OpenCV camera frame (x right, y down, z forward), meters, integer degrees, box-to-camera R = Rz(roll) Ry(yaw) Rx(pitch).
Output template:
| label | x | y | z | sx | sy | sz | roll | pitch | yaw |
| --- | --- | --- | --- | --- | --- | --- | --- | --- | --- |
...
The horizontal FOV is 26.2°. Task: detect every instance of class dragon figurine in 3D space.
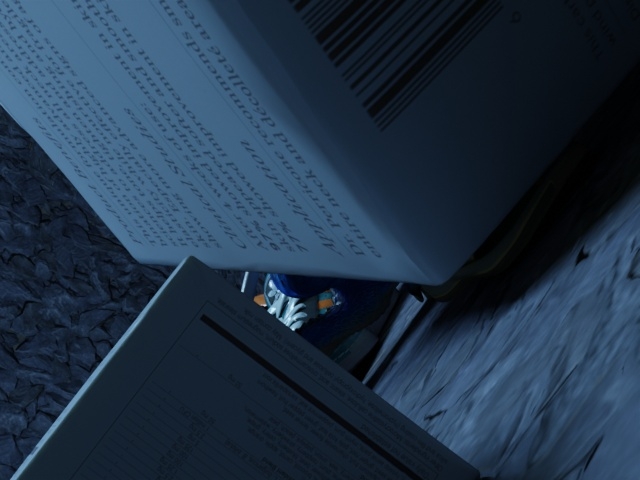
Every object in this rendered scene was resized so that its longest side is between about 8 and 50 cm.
| label | x | y | z | sx | sy | sz | roll | pitch | yaw |
| --- | --- | --- | --- | --- | --- | --- | --- | --- | --- |
| dragon figurine | 0.000 | 0.000 | 1.106 | 0.144 | 0.289 | 0.085 | -15 | -3 | -7 |

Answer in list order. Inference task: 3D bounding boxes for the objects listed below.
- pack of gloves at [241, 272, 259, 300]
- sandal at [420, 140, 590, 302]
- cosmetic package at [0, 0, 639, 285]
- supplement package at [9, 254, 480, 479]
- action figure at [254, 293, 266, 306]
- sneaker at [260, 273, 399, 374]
| label | x | y | z | sx | sy | sz | roll | pitch | yaw |
| --- | --- | --- | --- | --- | --- | --- | --- | --- | --- |
| pack of gloves | -0.063 | 0.162 | 1.103 | 0.195 | 0.046 | 0.232 | 96 | -175 | -59 |
| sandal | 0.100 | -0.013 | 0.842 | 0.072 | 0.049 | 0.180 | -54 | 7 | -29 |
| cosmetic package | -0.028 | -0.200 | 0.887 | 0.327 | 0.329 | 0.394 | -47 | 25 | -22 |
| supplement package | -0.076 | 0.149 | 0.522 | 0.244 | 0.139 | 0.134 | -53 | 1 | -15 |
| action figure | -0.030 | 0.069 | 1.764 | 0.330 | 0.178 | 0.341 | -48 | 24 | -7 |
| sneaker | -0.013 | 0.080 | 1.293 | 0.108 | 0.121 | 0.302 | -53 | 0 | 17 |
